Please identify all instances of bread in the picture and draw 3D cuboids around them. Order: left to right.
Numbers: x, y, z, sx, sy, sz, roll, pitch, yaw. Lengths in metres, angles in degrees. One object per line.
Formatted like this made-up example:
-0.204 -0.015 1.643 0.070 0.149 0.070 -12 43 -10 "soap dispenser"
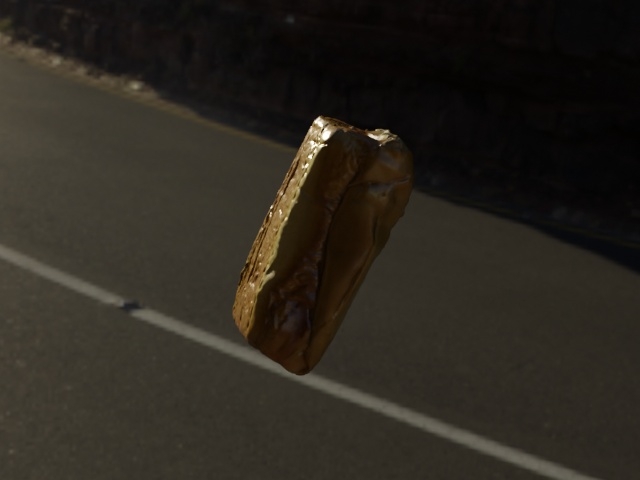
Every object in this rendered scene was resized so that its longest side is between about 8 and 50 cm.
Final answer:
0.000 0.000 0.540 0.053 0.132 0.074 23 5 -16 "bread"
